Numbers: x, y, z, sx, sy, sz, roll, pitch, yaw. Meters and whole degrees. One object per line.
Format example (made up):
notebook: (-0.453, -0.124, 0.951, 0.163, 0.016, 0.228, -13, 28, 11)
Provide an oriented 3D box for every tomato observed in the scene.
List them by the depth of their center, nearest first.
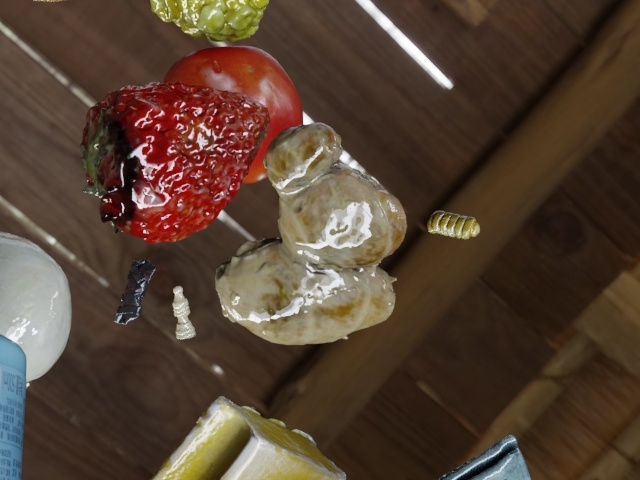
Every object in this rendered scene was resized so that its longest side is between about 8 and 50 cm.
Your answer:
tomato: (-0.173, -0.262, 2.270, 0.226, 0.299, 0.298, 113, 0, -47)

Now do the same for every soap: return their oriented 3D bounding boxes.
soap: (-0.153, 0.436, 1.821, 0.335, 0.293, 0.156, -51, -131, 0)

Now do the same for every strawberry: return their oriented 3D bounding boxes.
strawberry: (-0.253, -0.133, 1.975, 0.292, 0.310, 0.291, -18, -111, 57)

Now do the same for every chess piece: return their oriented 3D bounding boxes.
chess piece: (-0.245, 0.125, 2.028, 0.035, 0.092, 0.035, -8, -167, 2)

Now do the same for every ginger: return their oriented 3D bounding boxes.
ginger: (0.000, 0.000, 1.525, 0.155, 0.245, 0.304, -75, -177, -72)

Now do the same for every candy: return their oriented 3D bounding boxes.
candy: (-0.516, 0.098, 1.747, 0.295, 0.295, 0.185, -72, 169, -49)

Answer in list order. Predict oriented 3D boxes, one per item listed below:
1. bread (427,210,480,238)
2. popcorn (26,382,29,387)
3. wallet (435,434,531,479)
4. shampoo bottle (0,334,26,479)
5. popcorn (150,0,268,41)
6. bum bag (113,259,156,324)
bread: (0.217, -0.026, 1.872, 0.088, 0.033, 0.049, 14, -143, 32)
popcorn: (-0.577, 0.177, 1.977, 0.266, 0.192, 0.233, 154, -46, -72)
wallet: (0.160, 0.443, 1.595, 0.342, 0.237, 0.075, -28, -144, -14)
shampoo bottle: (-0.504, 0.278, 1.293, 0.331, 0.331, 0.342, -23, -119, 51)
popcorn: (-0.225, -0.499, 2.239, 0.235, 0.250, 0.242, -24, 175, 8)
bum bag: (-0.327, 0.090, 2.029, 0.058, 0.034, 0.124, 4, -109, 34)
